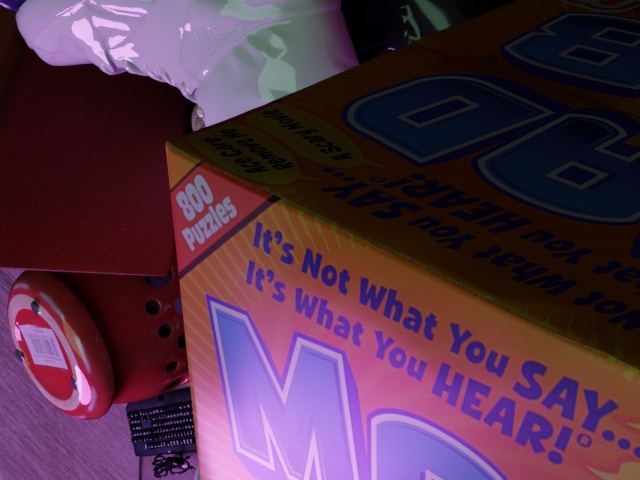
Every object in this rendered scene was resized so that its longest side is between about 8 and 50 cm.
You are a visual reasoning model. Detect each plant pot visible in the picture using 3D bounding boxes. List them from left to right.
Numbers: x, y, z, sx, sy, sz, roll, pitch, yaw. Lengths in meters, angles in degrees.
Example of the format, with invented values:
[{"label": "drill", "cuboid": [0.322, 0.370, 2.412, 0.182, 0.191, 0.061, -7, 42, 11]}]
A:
[{"label": "plant pot", "cuboid": [-0.275, -0.131, 1.159, 0.267, 0.267, 0.236, 31, 105, 36]}, {"label": "plant pot", "cuboid": [-0.218, 0.087, 1.303, 0.191, 0.174, 0.191, 30, 135, 36]}]

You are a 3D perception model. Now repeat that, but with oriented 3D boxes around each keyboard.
[{"label": "keyboard", "cuboid": [-0.183, 0.231, 1.450, 0.192, 0.038, 0.100, -20, 87, 54]}]

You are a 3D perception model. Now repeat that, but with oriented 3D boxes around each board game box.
[{"label": "board game box", "cuboid": [0.177, 0.100, 0.674, 0.356, 0.356, 0.356, 26, 131, 40]}]

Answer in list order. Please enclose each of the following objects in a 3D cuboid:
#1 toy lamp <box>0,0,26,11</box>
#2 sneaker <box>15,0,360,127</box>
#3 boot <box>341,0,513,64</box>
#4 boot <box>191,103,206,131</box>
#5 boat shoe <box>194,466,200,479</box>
[{"label": "toy lamp", "cuboid": [-0.165, -0.269, 0.871, 0.275, 0.080, 0.080, -39, 80, 47]}, {"label": "sneaker", "cuboid": [-0.096, -0.120, 0.858, 0.292, 0.108, 0.169, -10, 101, 45]}, {"label": "boot", "cuboid": [-0.058, -0.223, 0.958, 0.445, 0.146, 0.367, 58, 145, 0]}, {"label": "boot", "cuboid": [0.000, 0.000, 1.033, 0.095, 0.262, 0.203, -44, 34, 21]}, {"label": "boat shoe", "cuboid": [0.003, 0.317, 1.243, 0.301, 0.108, 0.102, 30, 166, 20]}]
